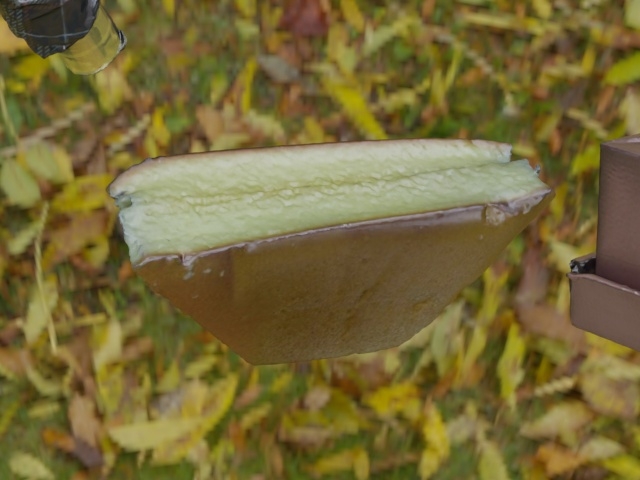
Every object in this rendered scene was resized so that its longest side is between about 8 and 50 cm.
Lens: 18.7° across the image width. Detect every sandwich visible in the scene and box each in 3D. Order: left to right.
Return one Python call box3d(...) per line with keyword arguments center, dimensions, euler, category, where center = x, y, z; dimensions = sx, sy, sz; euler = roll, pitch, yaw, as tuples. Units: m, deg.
box3d(center=(0.000, 0.000, 1.063), dimensions=(0.258, 0.096, 0.094), euler=(-5, 45, -27), category="sandwich")

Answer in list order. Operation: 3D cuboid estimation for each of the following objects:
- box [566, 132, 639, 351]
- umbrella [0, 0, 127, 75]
box3d(center=(0.249, 0.003, 0.794), dimensions=(0.215, 0.086, 0.215), euler=(-15, 23, -37), category="box")
box3d(center=(-0.098, -0.100, 0.583), dimensions=(0.040, 0.144, 0.037), euler=(-30, 49, 0), category="umbrella")
